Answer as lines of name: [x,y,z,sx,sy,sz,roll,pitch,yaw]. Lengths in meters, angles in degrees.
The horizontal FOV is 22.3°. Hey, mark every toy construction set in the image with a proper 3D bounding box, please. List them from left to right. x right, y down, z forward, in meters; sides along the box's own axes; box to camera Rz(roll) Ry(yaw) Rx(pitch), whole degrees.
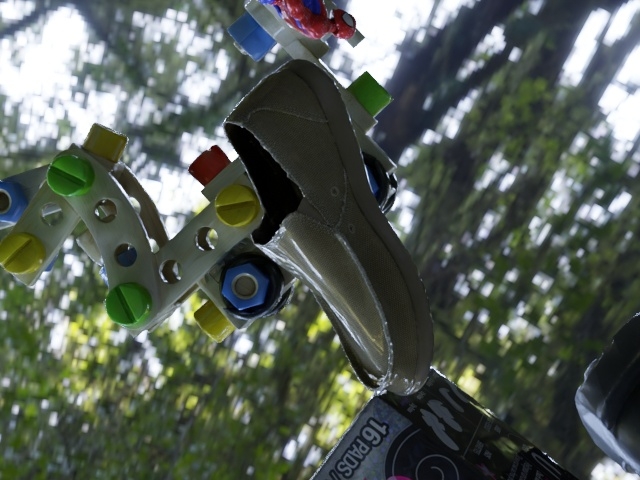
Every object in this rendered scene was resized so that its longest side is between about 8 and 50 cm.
toy construction set: [-0.073,-0.058,1.129,0.215,0.328,0.151,48,-160,5]

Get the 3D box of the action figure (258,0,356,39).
action figure: [-0.029,-0.121,0.758,0.115,0.030,0.038,25,-176,-32]

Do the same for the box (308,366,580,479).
box: [0.027,0.212,0.934,0.142,0.247,0.163,36,-170,5]

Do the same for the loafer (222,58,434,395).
loafer: [0.000,0.000,0.673,0.050,0.056,0.148,-23,-91,-24]

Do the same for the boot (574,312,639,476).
boot: [0.416,0.109,0.974,0.146,0.367,0.445,33,-174,-41]
